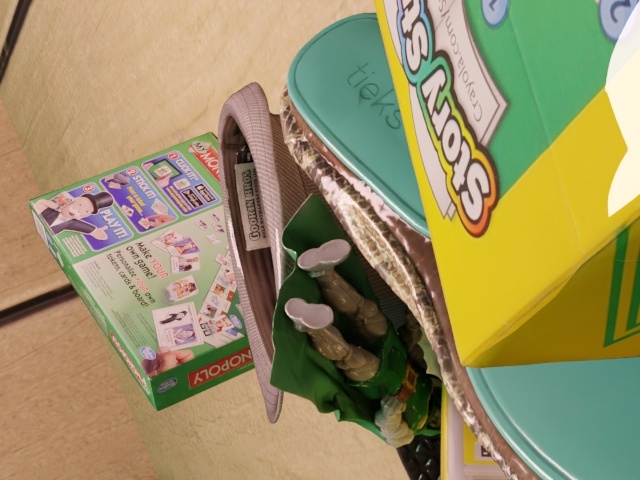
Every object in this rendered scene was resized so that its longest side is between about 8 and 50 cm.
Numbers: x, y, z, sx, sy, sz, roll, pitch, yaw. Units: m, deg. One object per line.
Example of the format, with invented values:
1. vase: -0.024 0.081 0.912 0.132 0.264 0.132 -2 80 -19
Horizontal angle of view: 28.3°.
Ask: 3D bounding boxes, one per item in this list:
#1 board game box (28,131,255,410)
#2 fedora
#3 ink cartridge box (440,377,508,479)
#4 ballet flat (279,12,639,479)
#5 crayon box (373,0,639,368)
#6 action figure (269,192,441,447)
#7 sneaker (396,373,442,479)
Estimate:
1. board game box: -0.132 0.016 1.247 0.317 0.214 0.046 47 151 45
2. fedora: 0.000 0.000 1.004 0.275 0.124 0.243 -109 16 -44
3. ink cartridge box: 0.111 0.249 0.837 0.307 0.072 0.303 -74 -17 -62
4. ballet flat: 0.127 0.031 0.746 0.483 0.164 0.182 53 178 47
5. crayon box: 0.108 -0.181 0.409 0.313 0.106 0.362 125 139 -59
6. action figure: 0.039 0.084 0.887 0.064 0.137 0.232 2 152 28
7. sneaker: 0.117 0.207 1.056 0.097 0.084 0.234 -92 -13 -73
